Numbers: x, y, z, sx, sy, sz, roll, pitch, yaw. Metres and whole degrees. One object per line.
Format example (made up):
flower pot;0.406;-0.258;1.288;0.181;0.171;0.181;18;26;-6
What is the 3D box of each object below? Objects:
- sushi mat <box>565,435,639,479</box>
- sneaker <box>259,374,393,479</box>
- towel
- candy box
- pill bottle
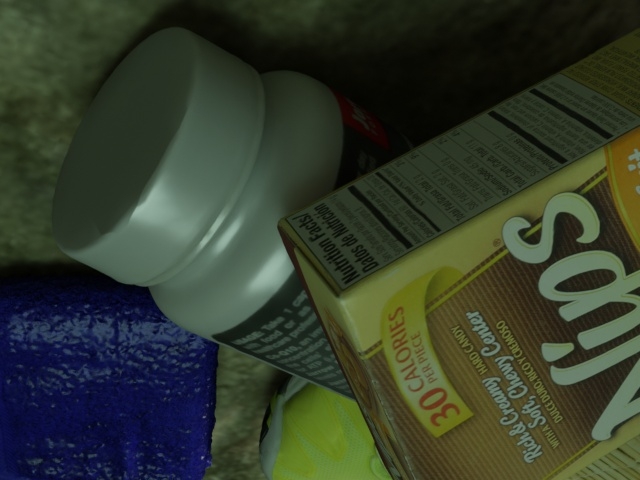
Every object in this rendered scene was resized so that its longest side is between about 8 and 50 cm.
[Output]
sushi mat;0.196;0.193;0.772;0.151;0.019;0.316;-30;138;25
sneaker;0.127;0.131;0.819;0.384;0.147;0.145;-20;138;16
towel;-0.228;0.116;0.809;0.308;0.076;0.228;0;139;-8
candy box;0.157;0.003;0.567;0.316;0.087;0.183;-29;123;-9
pill bottle;0.000;0.000;0.646;0.283;0.161;0.161;28;128;-33
